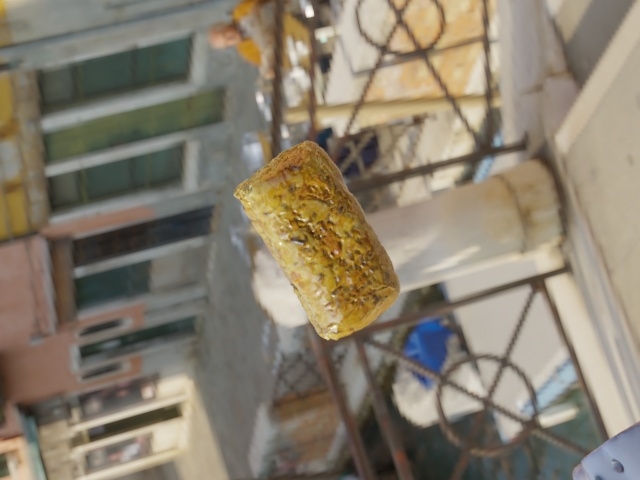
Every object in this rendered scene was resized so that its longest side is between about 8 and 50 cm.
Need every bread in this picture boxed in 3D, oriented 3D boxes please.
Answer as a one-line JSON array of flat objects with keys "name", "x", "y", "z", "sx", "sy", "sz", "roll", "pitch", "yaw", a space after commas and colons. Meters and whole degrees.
[{"name": "bread", "x": 0.000, "y": 0.000, "z": 1.481, "sx": 0.211, "sy": 0.114, "sz": 0.083, "roll": 57, "pitch": 168, "yaw": -9}]

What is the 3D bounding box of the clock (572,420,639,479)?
[{"name": "clock", "x": 0.312, "y": 0.218, "z": 0.913, "sx": 0.254, "sy": 0.188, "sz": 0.189, "roll": 58, "pitch": 159, "yaw": 19}]
